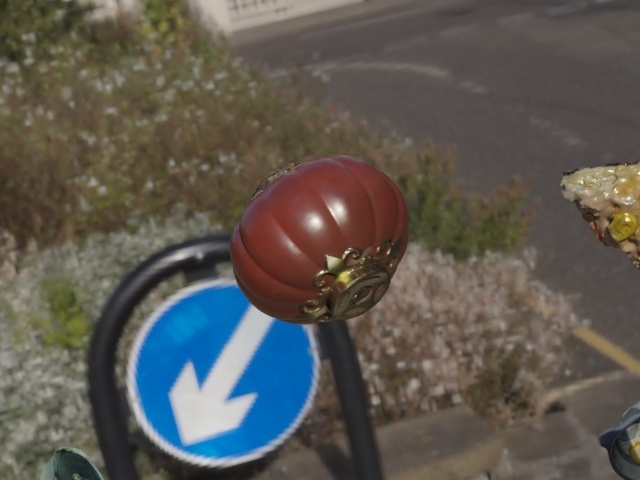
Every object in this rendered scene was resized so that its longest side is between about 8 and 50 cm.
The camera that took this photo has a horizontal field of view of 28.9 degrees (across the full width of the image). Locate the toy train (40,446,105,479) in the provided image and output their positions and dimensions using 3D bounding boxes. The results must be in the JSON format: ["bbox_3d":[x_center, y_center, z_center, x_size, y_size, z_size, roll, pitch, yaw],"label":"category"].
[{"bbox_3d":[-0.230,0.404,1.325,0.086,0.407,0.088,19,-58,-45],"label":"toy train"}]

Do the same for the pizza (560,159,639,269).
[{"bbox_3d":[0.277,-0.011,0.961,0.195,0.185,0.052,20,39,12],"label":"pizza"}]

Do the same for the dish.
[{"bbox_3d":[0.588,0.312,2.094,0.228,0.236,0.086,-46,30,29],"label":"dish"}]

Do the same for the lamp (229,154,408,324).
[{"bbox_3d":[0.000,0.000,2.006,0.303,0.303,0.257,-20,58,-27],"label":"lamp"}]
